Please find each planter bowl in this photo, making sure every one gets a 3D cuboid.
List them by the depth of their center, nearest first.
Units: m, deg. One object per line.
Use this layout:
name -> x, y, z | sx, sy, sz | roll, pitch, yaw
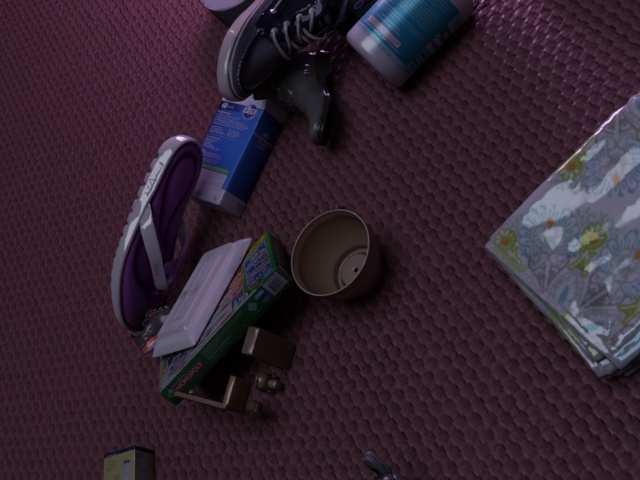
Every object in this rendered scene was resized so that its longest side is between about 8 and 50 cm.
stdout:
planter bowl -> 0.044, 0.039, 1.680 | 0.162, 0.109, 0.162 | -16, 61, 30

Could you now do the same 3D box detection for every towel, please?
towel -> 0.466, -0.017, 1.417 | 0.374, 0.090, 0.320 | -45, 51, 9

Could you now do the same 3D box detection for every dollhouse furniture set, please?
dollhouse furniture set -> -0.152, 0.233, 1.703 | 0.123, 0.144, 0.151 | 6, 74, 37

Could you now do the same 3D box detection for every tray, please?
tray -> -0.234, 0.102, 1.819 | 0.145, 0.030, 0.270 | -22, 33, 45

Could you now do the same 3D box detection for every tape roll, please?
tape roll -> -0.177, -0.604, 2.177 | 0.219, 0.072, 0.219 | -15, 60, 29

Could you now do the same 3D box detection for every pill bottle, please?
pill bottle -> 0.185, -0.428, 1.780 | 0.264, 0.146, 0.146 | -45, 50, 10

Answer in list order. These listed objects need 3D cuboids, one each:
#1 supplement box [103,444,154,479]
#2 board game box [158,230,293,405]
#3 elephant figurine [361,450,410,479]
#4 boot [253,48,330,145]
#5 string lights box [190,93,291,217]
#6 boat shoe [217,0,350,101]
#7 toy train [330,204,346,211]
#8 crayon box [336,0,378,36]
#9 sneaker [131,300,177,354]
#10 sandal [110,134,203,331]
supplement box -> -0.369, 0.447, 1.814 | 0.083, 0.056, 0.083 | -21, 58, 27
board game box -> -0.183, 0.140, 1.772 | 0.317, 0.046, 0.213 | -47, 19, 8
elephant figurine -> 0.088, 0.484, 1.416 | 0.239, 0.169, 0.186 | -56, 18, 20
boot -> -0.060, -0.286, 1.889 | 0.161, 0.083, 0.247 | -1, 56, 1
string lights box -> -0.180, -0.191, 1.975 | 0.133, 0.076, 0.260 | 19, 80, 40
boat shoe -> -0.064, -0.408, 1.832 | 0.158, 0.127, 0.341 | 10, 62, 33
toy train -> 0.000, 0.000, 1.787 | 0.158, 0.027, 0.036 | -56, 38, 0
crayon box -> 0.078, -0.612, 1.990 | 0.203, 0.083, 0.323 | -29, 54, 21
sneaker -> -0.316, 0.152, 1.887 | 0.065, 0.061, 0.158 | 42, 71, -1
sandal -> -0.313, -0.002, 1.877 | 0.102, 0.169, 0.417 | 21, 102, 28
